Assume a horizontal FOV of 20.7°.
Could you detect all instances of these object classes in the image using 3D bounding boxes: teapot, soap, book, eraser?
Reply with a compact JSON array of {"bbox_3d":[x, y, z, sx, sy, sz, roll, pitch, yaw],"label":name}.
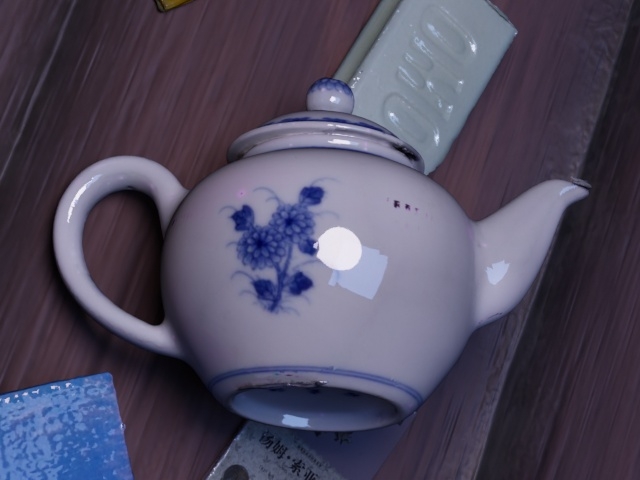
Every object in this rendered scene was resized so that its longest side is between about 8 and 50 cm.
[{"bbox_3d":[0.000,0.000,1.377,0.423,0.252,0.280,1,70,4],"label":"teapot"},{"bbox_3d":[0.078,-0.138,1.525,0.114,0.063,0.198,38,71,-21],"label":"soap"},{"bbox_3d":[-0.009,0.177,1.484,0.127,0.014,0.182,44,69,-17],"label":"book"},{"bbox_3d":[-0.200,0.267,1.363,0.144,0.042,0.312,-13,92,-26],"label":"eraser"}]

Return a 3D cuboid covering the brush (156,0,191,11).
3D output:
[{"bbox_3d":[-0.011,-0.289,1.517,0.336,0.020,0.085,-28,99,-26],"label":"brush"}]
